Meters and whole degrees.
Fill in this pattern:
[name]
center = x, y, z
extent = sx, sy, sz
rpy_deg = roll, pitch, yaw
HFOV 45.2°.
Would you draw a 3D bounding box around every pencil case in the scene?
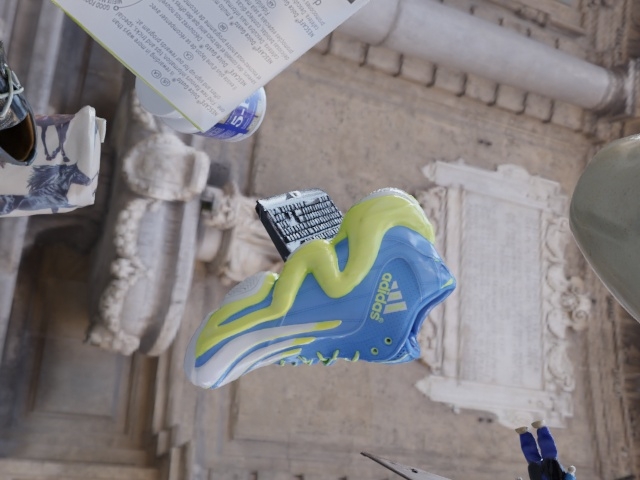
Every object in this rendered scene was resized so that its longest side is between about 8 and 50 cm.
[pencil case]
center = -0.537, -0.120, 1.183
extent = 0.160, 0.410, 0.183
rpy_deg = 100, -21, -47

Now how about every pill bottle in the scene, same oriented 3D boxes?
[pill bottle]
center = -0.163, -0.199, 1.051
extent = 0.112, 0.187, 0.112
rpy_deg = 1, -89, 23

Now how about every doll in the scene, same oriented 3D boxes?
[doll]
center = 0.452, 0.469, 1.563
extent = 0.129, 0.046, 0.189
rpy_deg = -28, -124, 26

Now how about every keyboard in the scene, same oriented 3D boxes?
[keyboard]
center = 0.000, 0.000, 1.342
extent = 0.033, 0.317, 0.201
rpy_deg = -31, -93, 22

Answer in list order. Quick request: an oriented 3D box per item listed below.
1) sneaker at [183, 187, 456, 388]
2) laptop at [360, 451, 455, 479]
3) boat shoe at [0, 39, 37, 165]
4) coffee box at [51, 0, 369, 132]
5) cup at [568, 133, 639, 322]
[sneaker]
center = 0.004, 0.069, 0.617
extent = 0.240, 0.091, 0.126
rpy_deg = -40, -110, 8
[laptop]
center = 0.277, 0.532, 1.217
extent = 0.236, 0.382, 0.408
rpy_deg = -48, -152, 43
[boat shoe]
center = -0.299, -0.142, 0.696
extent = 0.084, 0.079, 0.233
rpy_deg = -62, -179, -28
[coffee box]
center = -0.125, -0.371, 0.643
extent = 0.334, 0.338, 0.337
rpy_deg = -37, -128, 11
[cup]
center = 0.501, -0.028, 1.091
extent = 0.237, 0.331, 0.331
rpy_deg = 32, -70, 44
